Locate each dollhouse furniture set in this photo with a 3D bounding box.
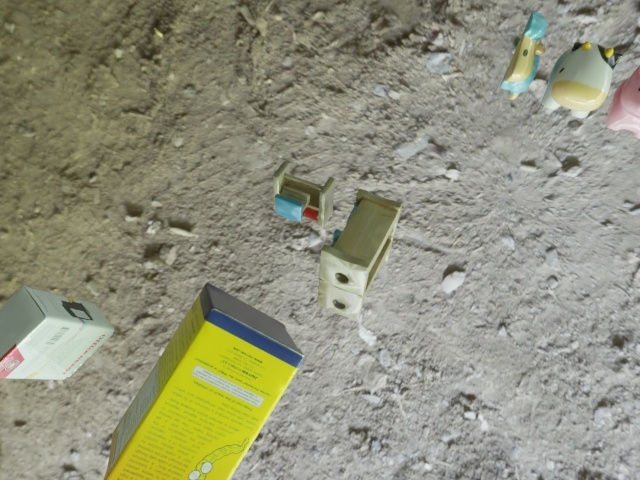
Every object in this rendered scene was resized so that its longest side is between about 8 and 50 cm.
[{"bbox_3d":[0.000,0.000,0.758,0.184,0.129,0.129,21,142,14],"label":"dollhouse furniture set"}]

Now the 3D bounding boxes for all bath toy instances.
[{"bbox_3d":[0.440,-0.212,0.734,0.348,0.151,0.129,20,132,8],"label":"bath toy"}]

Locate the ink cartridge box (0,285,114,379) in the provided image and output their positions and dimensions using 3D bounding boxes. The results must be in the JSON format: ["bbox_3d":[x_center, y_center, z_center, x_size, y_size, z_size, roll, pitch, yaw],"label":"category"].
[{"bbox_3d":[-0.443,0.155,0.853,0.127,0.175,0.072,-45,70,-2],"label":"ink cartridge box"}]

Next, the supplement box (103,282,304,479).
[{"bbox_3d":[-0.217,0.293,0.985,0.195,0.194,0.356,32,90,-18],"label":"supplement box"}]
